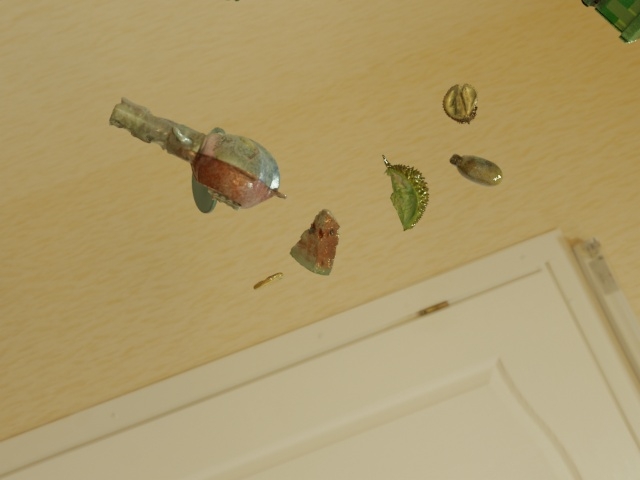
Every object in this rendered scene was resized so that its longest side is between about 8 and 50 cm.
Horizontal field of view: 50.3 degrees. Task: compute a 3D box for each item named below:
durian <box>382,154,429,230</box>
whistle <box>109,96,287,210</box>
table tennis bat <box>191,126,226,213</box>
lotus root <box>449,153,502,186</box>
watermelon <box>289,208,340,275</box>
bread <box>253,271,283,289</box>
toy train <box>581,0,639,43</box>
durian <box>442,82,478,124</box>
[{"bbox_3d":[0.217,-0.124,1.702,0.086,0.100,0.215,-66,142,-63],"label":"durian"},{"bbox_3d":[-0.217,-0.155,1.248,0.346,0.133,0.142,26,16,-6],"label":"whistle"},{"bbox_3d":[-0.286,-0.180,1.741,0.153,0.040,0.244,55,-44,38],"label":"table tennis bat"},{"bbox_3d":[0.520,-0.240,2.288,0.113,0.192,0.088,-113,-136,-68],"label":"lotus root"},{"bbox_3d":[0.000,0.000,2.376,0.154,0.094,0.241,40,-60,35],"label":"watermelon"},{"bbox_3d":[-0.172,0.135,2.250,0.024,0.110,0.110,62,-3,4],"label":"bread"},{"bbox_3d":[0.681,-0.576,1.415,0.202,0.120,0.301,46,-34,9],"label":"toy train"},{"bbox_3d":[0.431,-0.398,2.051,0.071,0.111,0.140,29,43,-59],"label":"durian"}]
